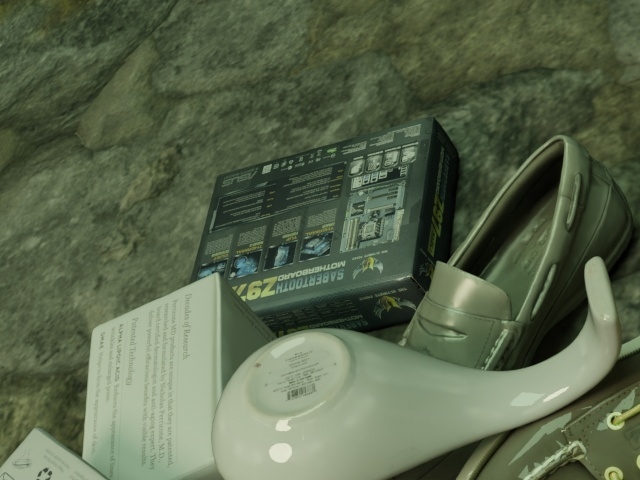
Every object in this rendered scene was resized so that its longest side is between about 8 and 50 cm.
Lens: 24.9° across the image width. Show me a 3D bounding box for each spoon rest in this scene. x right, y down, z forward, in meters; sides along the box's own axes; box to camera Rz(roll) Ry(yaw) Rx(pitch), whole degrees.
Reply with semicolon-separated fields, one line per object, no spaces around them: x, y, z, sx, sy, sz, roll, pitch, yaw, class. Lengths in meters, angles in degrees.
0.059;0.093;0.916;0.276;0.084;0.137;-17;40;15;spoon rest

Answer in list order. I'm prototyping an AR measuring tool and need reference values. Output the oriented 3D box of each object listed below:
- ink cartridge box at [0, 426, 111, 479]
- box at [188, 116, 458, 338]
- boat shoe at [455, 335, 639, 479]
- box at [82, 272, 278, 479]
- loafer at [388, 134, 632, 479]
-0.229;0.280;0.879;0.333;0.065;0.165;-49;39;-15;ink cartridge box
0.000;0.000;1.268;0.232;0.059;0.183;-15;44;27;box
0.215;0.125;0.928;0.305;0.109;0.091;-35;33;-1;boat shoe
-0.076;0.157;1.073;0.119;0.181;0.182;-24;41;18;box
0.111;0.060;1.075;0.112;0.111;0.319;17;64;47;loafer
